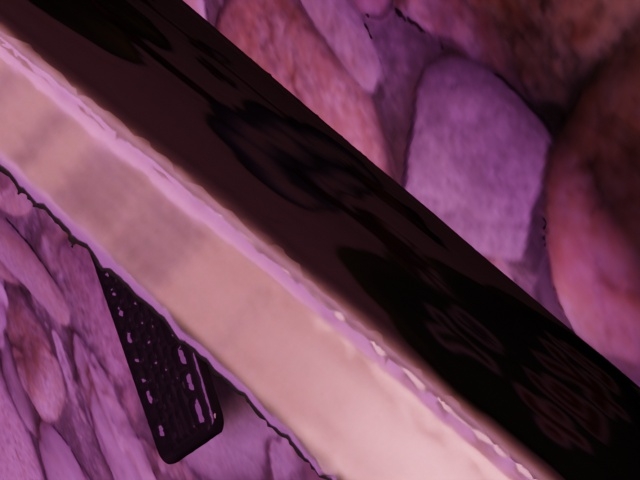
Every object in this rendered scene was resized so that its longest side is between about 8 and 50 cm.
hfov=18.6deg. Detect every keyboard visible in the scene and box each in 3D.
[{"bbox_3d":[-0.090,0.033,1.057,0.381,0.041,0.103,64,153,8],"label":"keyboard"}]

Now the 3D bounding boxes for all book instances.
[{"bbox_3d":[0.000,0.000,0.575,0.371,0.043,0.260,41,-168,8],"label":"book"}]
